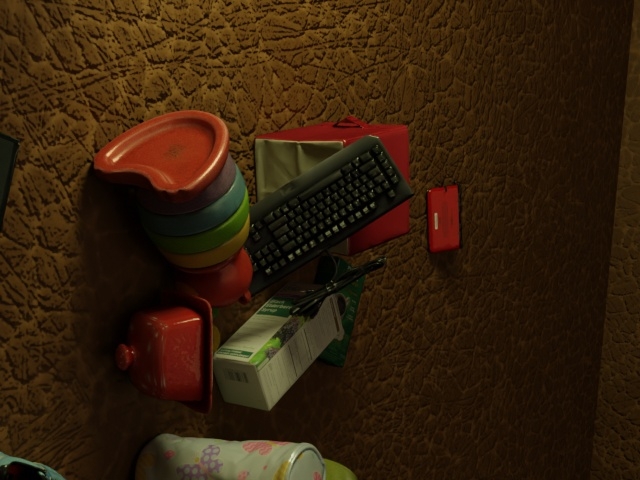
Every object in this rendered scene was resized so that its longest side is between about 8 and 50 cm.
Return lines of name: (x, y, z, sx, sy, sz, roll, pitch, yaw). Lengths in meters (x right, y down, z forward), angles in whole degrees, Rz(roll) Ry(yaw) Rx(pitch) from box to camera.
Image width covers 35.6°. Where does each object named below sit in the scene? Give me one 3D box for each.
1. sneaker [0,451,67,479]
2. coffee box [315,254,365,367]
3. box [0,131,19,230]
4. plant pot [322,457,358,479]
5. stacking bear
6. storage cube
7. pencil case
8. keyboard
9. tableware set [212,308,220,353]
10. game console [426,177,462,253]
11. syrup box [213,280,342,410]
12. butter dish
sneaker: (-0.358, 0.302, 1.220, 0.162, 0.073, 0.063, 40, 61, -52)
coffee box: (0.023, 0.129, 1.811, 0.113, 0.040, 0.184, 32, 68, -55)
box: (-0.423, -0.029, 1.078, 0.175, 0.051, 0.220, 26, 73, -62)
plant pot: (-0.037, 0.527, 1.475, 0.366, 0.367, 0.353, 54, 22, -46)
stacking bear: (-0.172, -0.021, 1.397, 0.164, 0.175, 0.289, -49, 142, -34)
storage cube: (0.021, -0.092, 1.647, 0.193, 0.184, 0.215, -20, 112, -53)
pencil case: (-0.129, 0.336, 1.403, 0.124, 0.273, 0.113, -17, 102, -62)
keyboard: (0.000, 0.000, 1.519, 0.201, 0.317, 0.033, 56, 7, -11)
tableware set: (-0.190, 0.164, 1.510, 0.104, 0.024, 0.154, 1, 93, -60)
game console: (0.269, -0.055, 2.189, 0.124, 0.085, 0.144, -10, 104, -24)
syrup box: (-0.067, 0.166, 1.630, 0.237, 0.093, 0.096, -45, 130, -45)
butter dish: (-0.223, 0.154, 1.366, 0.118, 0.160, 0.159, -4, 98, -34)
